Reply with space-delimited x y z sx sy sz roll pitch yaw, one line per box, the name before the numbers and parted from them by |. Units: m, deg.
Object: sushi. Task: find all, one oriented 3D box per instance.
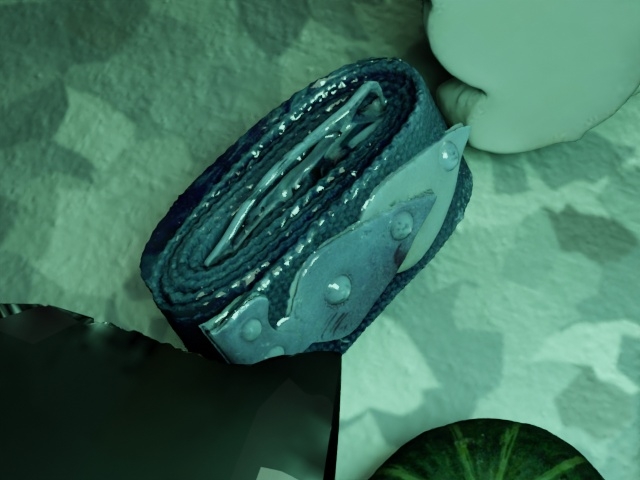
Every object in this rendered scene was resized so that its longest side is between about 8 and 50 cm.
sushi | -0.102 0.176 0.673 0.227 0.212 0.215 5 66 11

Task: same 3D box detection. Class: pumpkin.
pumpkin | 0.094 0.182 0.715 0.167 0.125 0.167 -2 74 6

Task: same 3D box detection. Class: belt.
belt | 0.000 -0.001 0.773 0.218 0.128 0.122 -46 42 -14

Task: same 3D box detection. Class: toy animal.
toy animal | 0.138 -0.225 0.798 0.206 0.271 0.265 -13 48 24
